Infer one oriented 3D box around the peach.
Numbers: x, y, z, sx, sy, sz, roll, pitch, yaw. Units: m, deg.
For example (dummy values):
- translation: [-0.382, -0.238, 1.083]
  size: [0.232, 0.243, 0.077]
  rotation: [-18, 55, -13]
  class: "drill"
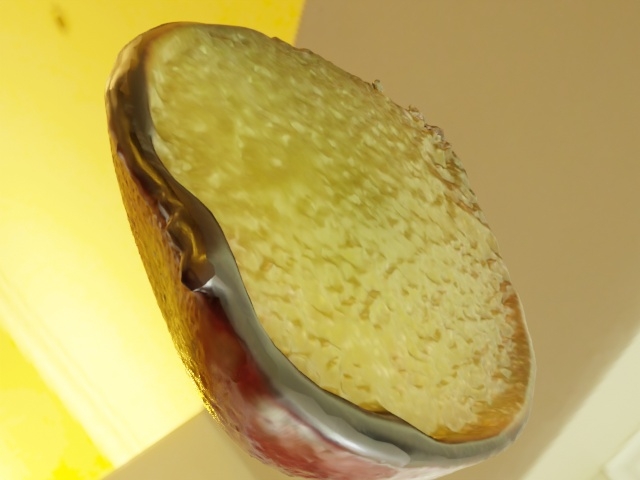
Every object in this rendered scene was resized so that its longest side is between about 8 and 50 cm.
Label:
- translation: [-0.003, 0.003, 0.500]
  size: [0.068, 0.279, 0.189]
  rotation: [-39, -92, 22]
  class: "peach"
